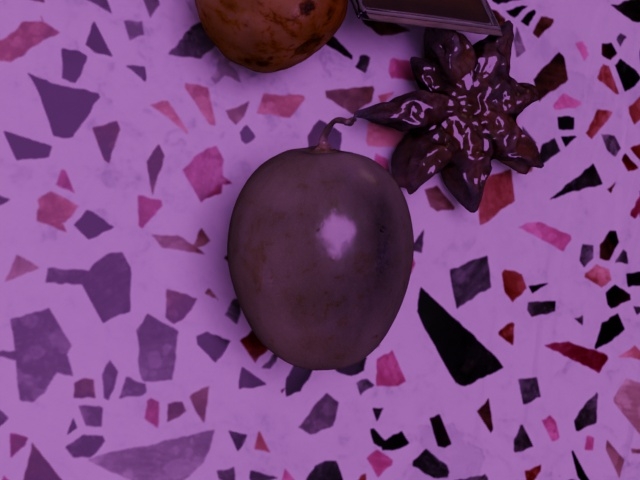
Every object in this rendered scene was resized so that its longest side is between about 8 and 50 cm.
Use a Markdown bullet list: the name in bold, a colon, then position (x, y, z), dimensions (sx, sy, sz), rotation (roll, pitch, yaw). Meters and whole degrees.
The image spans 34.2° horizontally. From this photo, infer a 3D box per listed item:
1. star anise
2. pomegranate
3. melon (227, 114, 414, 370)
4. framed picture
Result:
- **star anise**: position (0.199, -0.200, 1.541), dimensions (0.315, 0.108, 0.316), rotation (-2, 94, -21)
- **pomegranate**: position (-0.068, -0.344, 1.412), dimensions (0.215, 0.215, 0.216), rotation (1, 86, -19)
- **melon**: position (-0.001, 0.016, 1.383), dimensions (0.271, 0.272, 0.308), rotation (12, 78, -18)
- **framed picture**: position (0.136, -0.382, 1.508), dimensions (0.252, 0.014, 0.197), rotation (0, 56, -29)
